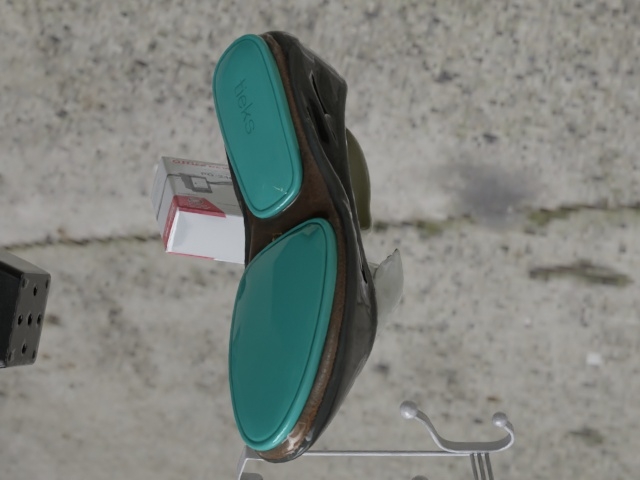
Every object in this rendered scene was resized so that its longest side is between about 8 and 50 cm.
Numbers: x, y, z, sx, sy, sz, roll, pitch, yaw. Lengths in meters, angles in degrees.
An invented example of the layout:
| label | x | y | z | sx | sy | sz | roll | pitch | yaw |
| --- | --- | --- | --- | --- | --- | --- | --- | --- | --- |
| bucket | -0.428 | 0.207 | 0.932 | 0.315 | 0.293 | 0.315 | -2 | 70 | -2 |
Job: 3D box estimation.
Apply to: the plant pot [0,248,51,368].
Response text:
| label | x | y | z | sx | sy | sz | roll | pitch | yaw |
| --- | --- | --- | --- | --- | --- | --- | --- | --- | --- |
| plant pot | -0.465 | 0.090 | 2.094 | 0.167 | 0.187 | 0.188 | 10 | 179 | 9 |

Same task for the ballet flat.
| label | x | y | z | sx | sy | sz | roll | pitch | yaw |
| --- | --- | --- | --- | --- | --- | --- | --- | --- | --- |
| ballet flat | 0.000 | 0.000 | 0.912 | 0.096 | 0.280 | 0.095 | 20 | 143 | -38 |

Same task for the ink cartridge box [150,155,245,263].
| label | x | y | z | sx | sy | sz | roll | pitch | yaw |
| --- | --- | --- | --- | --- | --- | --- | --- | --- | --- |
| ink cartridge box | -0.131 | -0.037 | 1.830 | 0.109 | 0.150 | 0.063 | 7 | 115 | -17 |

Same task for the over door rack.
| label | x | y | z | sx | sy | sz | roll | pitch | yaw |
| --- | --- | --- | --- | --- | --- | --- | --- | --- | --- |
| over door rack | 0.067 | 0.298 | 1.705 | 0.324 | 0.239 | 0.108 | -7 | 132 | 1 |
